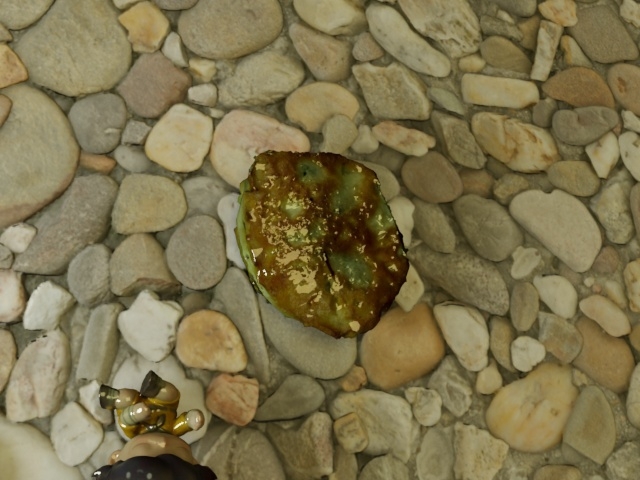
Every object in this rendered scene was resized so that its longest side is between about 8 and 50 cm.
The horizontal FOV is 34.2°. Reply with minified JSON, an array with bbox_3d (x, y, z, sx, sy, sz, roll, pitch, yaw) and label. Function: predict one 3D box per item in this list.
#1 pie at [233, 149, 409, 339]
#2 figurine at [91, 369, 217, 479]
[{"bbox_3d":[0.000,0.000,1.805,0.288,0.103,0.354,-21,86,-28],"label":"pie"},{"bbox_3d":[-0.248,0.334,1.553,0.192,0.167,0.257,0,49,-9],"label":"figurine"}]
